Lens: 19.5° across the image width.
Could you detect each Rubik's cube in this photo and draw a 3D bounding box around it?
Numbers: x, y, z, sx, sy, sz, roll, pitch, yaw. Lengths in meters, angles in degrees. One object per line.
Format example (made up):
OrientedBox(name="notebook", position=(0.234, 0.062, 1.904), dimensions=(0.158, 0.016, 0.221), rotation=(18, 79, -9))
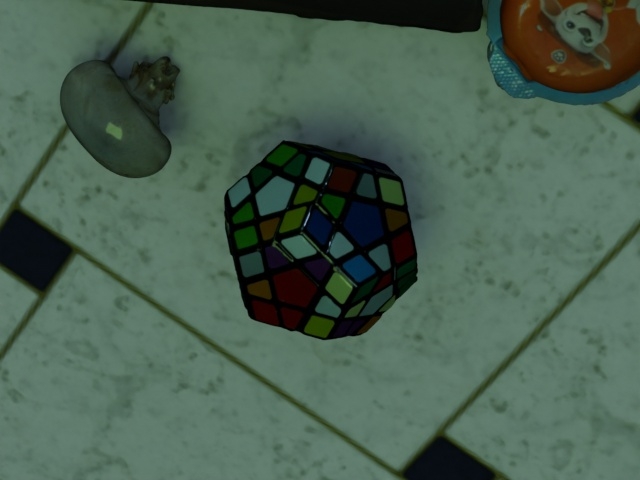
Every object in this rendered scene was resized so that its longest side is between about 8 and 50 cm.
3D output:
OrientedBox(name="Rubik's cube", position=(0.000, 0.000, 1.167), dimensions=(0.133, 0.133, 0.112), rotation=(45, 149, -12))

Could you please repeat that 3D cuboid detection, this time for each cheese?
OrientedBox(name="cheese", position=(0.195, -0.156, 1.052), dimensions=(0.256, 0.037, 0.106), rotation=(-32, 108, 32))

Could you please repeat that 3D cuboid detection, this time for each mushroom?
OrientedBox(name="mushroom", position=(-0.121, -0.085, 1.187), dimensions=(0.079, 0.085, 0.085), rotation=(-40, 107, -10))

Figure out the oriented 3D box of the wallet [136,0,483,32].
OrientedBox(name="wallet", position=(-0.052, -0.208, 1.098), dimensions=(0.310, 0.042, 0.165), rotation=(8, 124, 13))
